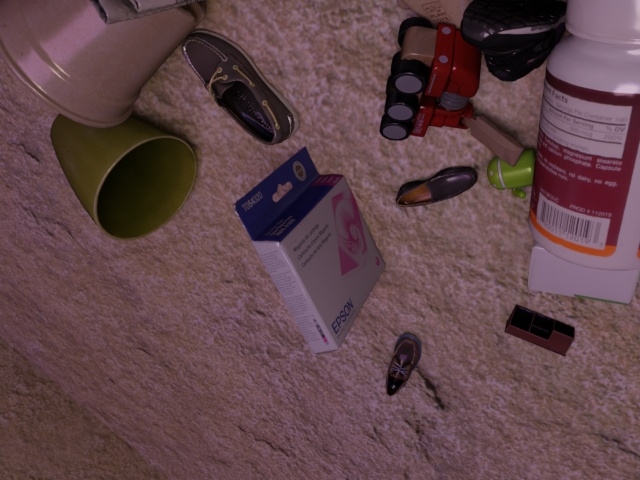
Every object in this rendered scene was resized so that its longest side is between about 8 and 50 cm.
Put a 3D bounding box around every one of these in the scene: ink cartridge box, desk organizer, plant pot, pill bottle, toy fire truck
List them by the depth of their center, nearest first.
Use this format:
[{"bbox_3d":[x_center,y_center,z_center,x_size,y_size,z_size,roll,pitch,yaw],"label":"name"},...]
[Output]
[{"bbox_3d":[0.430,-0.173,0.814,0.224,0.224,0.392,9,128,22],"label":"pill bottle"},{"bbox_3d":[0.237,-0.240,0.984,0.246,0.158,0.217,10,158,1],"label":"toy fire truck"},{"bbox_3d":[0.458,0.000,0.992,0.160,0.219,0.092,9,125,22],"label":"ink cartridge box"},{"bbox_3d":[-0.409,-0.446,1.124,0.305,0.334,0.334,-29,102,24],"label":"plant pot"},{"bbox_3d":[0.000,0.000,1.151,0.071,0.324,0.330,-15,111,31],"label":"ink cartridge box"},{"bbox_3d":[0.464,0.189,1.207,0.130,0.047,0.050,22,123,13],"label":"desk organizer"},{"bbox_3d":[-0.495,-0.193,1.347,0.293,0.275,0.274,36,129,23],"label":"plant pot"}]

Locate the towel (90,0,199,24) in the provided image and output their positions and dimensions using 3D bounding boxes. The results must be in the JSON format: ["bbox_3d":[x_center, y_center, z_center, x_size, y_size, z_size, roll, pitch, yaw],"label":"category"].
[{"bbox_3d":[-0.295,-0.535,0.967,0.312,0.324,0.056,59,149,0],"label":"towel"}]

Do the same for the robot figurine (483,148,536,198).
[{"bbox_3d":[0.362,-0.130,1.057,0.115,0.067,0.101,-8,111,30],"label":"robot figurine"}]

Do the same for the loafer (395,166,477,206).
[{"bbox_3d":[0.230,-0.099,1.144,0.170,0.061,0.062,-19,107,33],"label":"loafer"}]

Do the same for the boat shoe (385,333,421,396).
[{"bbox_3d":[0.200,0.311,1.395,0.066,0.066,0.183,18,124,16],"label":"boat shoe"}]

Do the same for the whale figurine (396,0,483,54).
[{"bbox_3d":[0.218,-0.426,0.930,0.272,0.141,0.216,47,159,-30],"label":"whale figurine"}]

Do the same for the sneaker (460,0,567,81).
[{"bbox_3d":[0.294,-0.291,0.863,0.107,0.283,0.124,36,131,28],"label":"sneaker"}]

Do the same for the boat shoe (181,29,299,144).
[{"bbox_3d":[-0.178,-0.321,1.197,0.305,0.091,0.109,43,127,-2],"label":"boat shoe"}]
